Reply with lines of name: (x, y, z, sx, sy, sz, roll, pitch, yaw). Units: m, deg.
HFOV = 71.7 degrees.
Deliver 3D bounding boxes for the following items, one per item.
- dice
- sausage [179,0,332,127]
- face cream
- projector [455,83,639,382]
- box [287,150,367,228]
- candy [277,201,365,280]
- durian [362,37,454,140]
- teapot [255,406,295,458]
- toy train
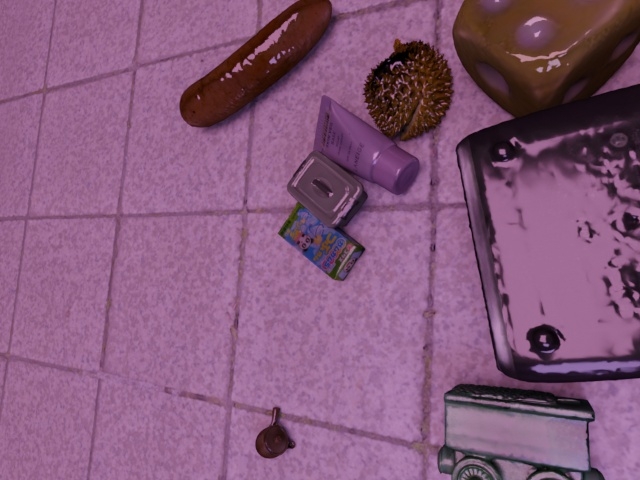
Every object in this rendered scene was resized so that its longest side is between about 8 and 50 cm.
dice: (0.402, -0.372, 0.795, 0.233, 0.227, 0.238, -45, 65, 13)
sausage: (-0.175, -0.453, 1.161, 0.501, 0.123, 0.136, -30, 41, 20)
face cream: (0.089, -0.208, 1.000, 0.274, 0.096, 0.154, 37, 138, 28)
projector: (0.448, -0.006, 0.664, 0.406, 0.242, 0.394, -12, 75, 22)
box: (0.023, -0.112, 1.024, 0.172, 0.093, 0.124, 43, 102, 25)
candy: (0.000, 0.000, 1.038, 0.195, 0.062, 0.097, 38, 100, 25)
durian: (0.179, -0.349, 0.954, 0.194, 0.138, 0.237, -20, 73, 23)
teapot: (-0.106, 0.452, 1.040, 0.080, 0.085, 0.110, -42, 35, 40)
toy train: (0.338, 0.364, 0.767, 0.266, 0.145, 0.201, -2, 79, 26)
